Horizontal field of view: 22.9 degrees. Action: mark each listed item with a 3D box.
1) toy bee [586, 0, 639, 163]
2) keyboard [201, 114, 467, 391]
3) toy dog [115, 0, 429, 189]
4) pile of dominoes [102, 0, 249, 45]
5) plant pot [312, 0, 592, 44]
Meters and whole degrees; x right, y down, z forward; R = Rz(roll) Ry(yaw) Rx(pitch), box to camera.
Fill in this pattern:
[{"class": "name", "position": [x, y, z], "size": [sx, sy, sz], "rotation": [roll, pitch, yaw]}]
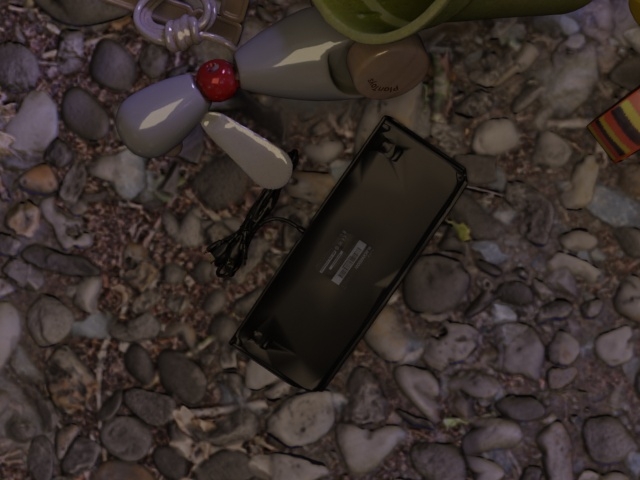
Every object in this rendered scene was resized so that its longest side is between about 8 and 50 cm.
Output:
[{"class": "toy bee", "position": [0.396, -0.192, 1.608], "size": [0.195, 0.162, 0.298], "rotation": [32, 101, 6]}, {"class": "keyboard", "position": [0.000, 0.000, 1.761], "size": [0.201, 0.033, 0.317], "rotation": [34, 100, -3]}, {"class": "toy dog", "position": [-0.037, -0.166, 1.687], "size": [0.334, 0.161, 0.220], "rotation": [-7, 57, 17]}, {"class": "pile of dominoes", "position": [-0.180, -0.345, 1.736], "size": [0.251, 0.040, 0.196], "rotation": [20, 116, 2]}, {"class": "plant pot", "position": [0.157, -0.322, 1.557], "size": [0.276, 0.254, 0.276], "rotation": [0, 90, 53]}]
